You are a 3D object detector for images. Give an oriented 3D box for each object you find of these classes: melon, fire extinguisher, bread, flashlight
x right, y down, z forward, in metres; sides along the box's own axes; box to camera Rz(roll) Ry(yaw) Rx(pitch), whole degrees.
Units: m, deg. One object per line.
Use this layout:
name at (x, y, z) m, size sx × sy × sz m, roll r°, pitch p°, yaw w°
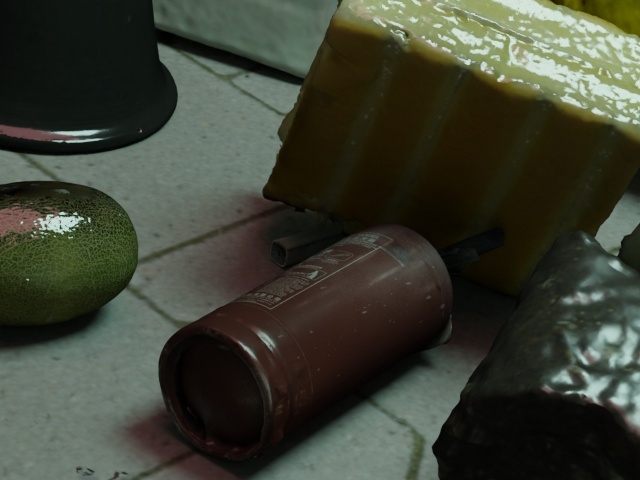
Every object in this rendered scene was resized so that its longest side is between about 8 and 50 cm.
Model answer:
melon at (-0.200, 0.009, 1.310) m, size 0.162 × 0.099 × 0.099 m, roll -5°, pitch 35°, yaw -28°
fire extinguisher at (0.017, 0.052, 1.307) m, size 0.105 × 0.104 × 0.269 m, roll 29°, pitch 34°, yaw 27°
bread at (0.094, -0.076, 1.397) m, size 0.239 × 0.246 × 0.111 m, roll 21°, pitch 55°, yaw 0°
flashlight at (0.000, 0.000, 1.465) m, size 0.083 × 0.018 × 0.018 m, roll -18°, pitch 44°, yaw -39°

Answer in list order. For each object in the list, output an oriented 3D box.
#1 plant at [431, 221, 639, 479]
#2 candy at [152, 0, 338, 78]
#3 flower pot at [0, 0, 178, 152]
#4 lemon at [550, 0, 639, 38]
plant at (0.198, 0.091, 1.213) m, size 0.188 × 0.199 × 0.276 m, roll 29°, pitch 41°, yaw 20°
candy at (-0.123, -0.298, 1.739) m, size 0.359 × 0.208 × 0.145 m, roll 18°, pitch 25°, yaw 12°
flower pot at (-0.223, -0.189, 1.579) m, size 0.235 × 0.148 × 0.235 m, roll 8°, pitch 30°, yaw -5°
lemon at (0.361, -0.172, 1.639) m, size 0.316 × 0.285 × 0.285 m, roll -29°, pitch 41°, yaw -5°
